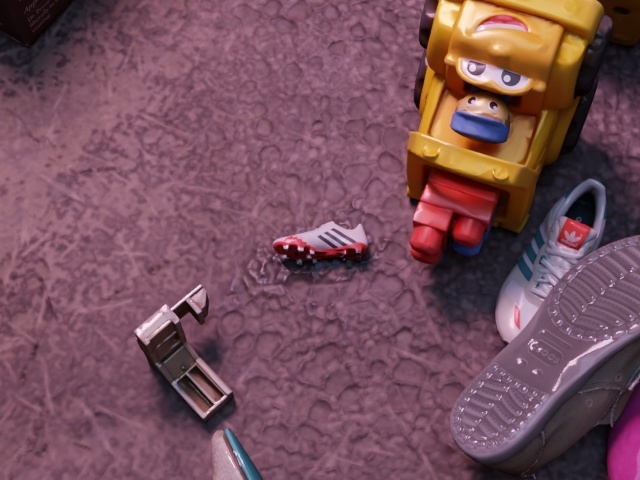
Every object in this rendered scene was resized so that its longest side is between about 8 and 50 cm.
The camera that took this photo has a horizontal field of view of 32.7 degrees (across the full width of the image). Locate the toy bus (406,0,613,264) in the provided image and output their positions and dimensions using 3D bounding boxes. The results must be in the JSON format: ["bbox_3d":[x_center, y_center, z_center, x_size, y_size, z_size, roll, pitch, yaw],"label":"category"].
[{"bbox_3d":[0.130,-0.087,0.889,0.149,0.220,0.212,21,74,11],"label":"toy bus"}]

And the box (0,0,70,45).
[{"bbox_3d":[-0.299,-0.325,0.992,0.167,0.203,0.168,32,70,13],"label":"box"}]

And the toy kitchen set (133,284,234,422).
[{"bbox_3d":[-0.097,0.088,0.877,0.068,0.083,0.075,-41,73,-16],"label":"toy kitchen set"}]

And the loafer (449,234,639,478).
[{"bbox_3d":[0.211,0.094,0.872,0.251,0.087,0.094,-40,42,-5],"label":"loafer"}]

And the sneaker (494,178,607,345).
[{"bbox_3d":[0.195,0.016,0.915,0.057,0.075,0.161,28,69,11],"label":"sneaker"}]

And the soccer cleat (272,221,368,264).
[{"bbox_3d":[0.000,0.000,0.948,0.083,0.029,0.036,0,58,-4],"label":"soccer cleat"}]

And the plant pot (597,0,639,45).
[{"bbox_3d":[0.257,-0.304,0.994,0.212,0.212,0.187,19,80,8],"label":"plant pot"}]

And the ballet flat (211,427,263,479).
[{"bbox_3d":[-0.049,0.223,0.837,0.052,0.057,0.168,-35,71,-4],"label":"ballet flat"}]

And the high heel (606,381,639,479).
[{"bbox_3d":[0.306,0.095,0.858,0.082,0.117,0.244,38,71,15],"label":"high heel"}]
